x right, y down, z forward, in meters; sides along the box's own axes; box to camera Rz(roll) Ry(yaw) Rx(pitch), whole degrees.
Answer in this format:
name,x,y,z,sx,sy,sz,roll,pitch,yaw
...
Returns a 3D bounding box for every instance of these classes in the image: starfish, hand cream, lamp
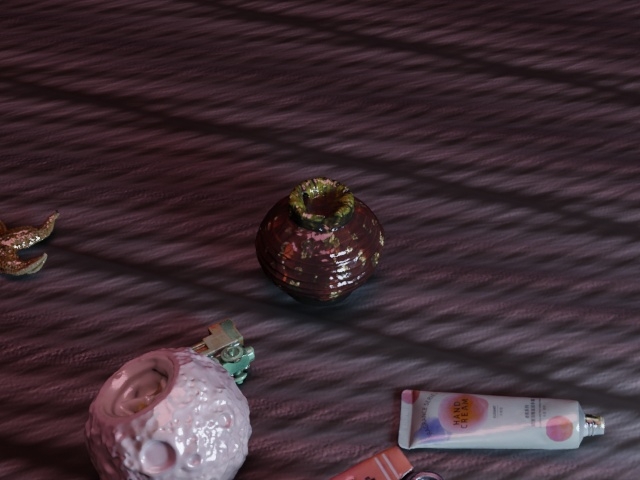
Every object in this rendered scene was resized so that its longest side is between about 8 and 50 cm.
name,x,y,z,sx,sy,sz,roll,pitch,yaw
starfish,-0.627,0.008,2.300,0.236,0.062,0.277,32,53,29
hand cream,0.302,0.301,2.020,0.341,0.077,0.124,2,45,7
lamp,0.000,0.000,2.210,0.247,0.247,0.247,1,44,-1

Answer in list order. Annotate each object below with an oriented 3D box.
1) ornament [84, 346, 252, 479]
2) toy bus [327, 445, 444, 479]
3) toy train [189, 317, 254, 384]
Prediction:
name,x,y,z,sx,sy,sz,roll,pitch,yaw
ornament,-0.233,0.303,1.880,0.259,0.225,0.259,-21,33,15
toy bus,0.135,0.518,1.695,0.233,0.203,0.427,-21,47,-15
toy train,-0.205,0.216,2.093,0.176,0.074,0.118,-24,40,-18
